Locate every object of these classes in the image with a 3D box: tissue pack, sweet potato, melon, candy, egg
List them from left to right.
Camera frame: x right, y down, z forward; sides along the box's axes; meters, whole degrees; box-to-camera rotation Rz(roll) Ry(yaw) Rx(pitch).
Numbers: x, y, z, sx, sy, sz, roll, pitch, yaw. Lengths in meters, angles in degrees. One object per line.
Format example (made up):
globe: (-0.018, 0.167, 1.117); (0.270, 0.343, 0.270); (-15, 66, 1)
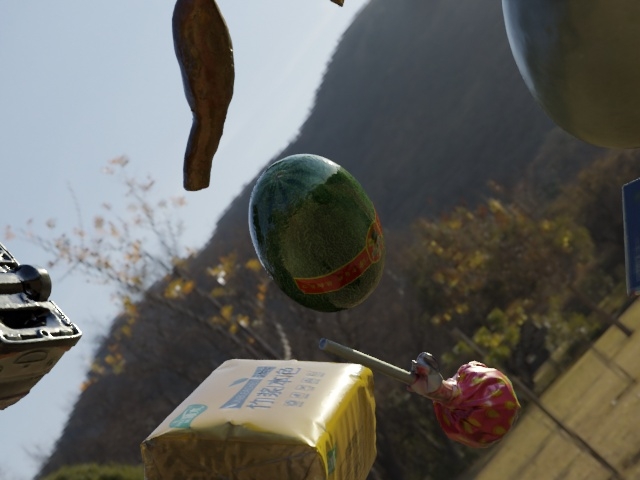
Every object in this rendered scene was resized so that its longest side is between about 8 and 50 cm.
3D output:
sweet potato: (-0.201, -0.265, 1.821); (0.109, 0.109, 0.385); (-39, -44, -50)
tissue pack: (-0.085, 0.345, 1.697); (0.382, 0.293, 0.228); (-42, -49, -70)
melon: (0.000, 0.000, 1.475); (0.182, 0.182, 0.288); (-45, -37, -14)
candy: (0.135, 0.194, 1.421); (0.124, 0.365, 0.124); (-30, 47, 38)
egg: (0.311, -0.261, 1.053); (0.258, 0.258, 0.352); (-40, -49, -45)

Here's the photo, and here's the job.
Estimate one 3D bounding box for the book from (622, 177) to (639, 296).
book: (0.650, -0.046, 1.803); (0.322, 0.018, 0.229); (-29, 51, 55)

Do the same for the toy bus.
toy bus: (-0.640, 0.093, 1.761); (0.249, 0.440, 0.209); (-52, -20, 15)

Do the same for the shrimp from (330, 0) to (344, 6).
shrimp: (-0.007, -0.469, 1.815); (0.062, 0.152, 0.287); (-27, 12, 16)
